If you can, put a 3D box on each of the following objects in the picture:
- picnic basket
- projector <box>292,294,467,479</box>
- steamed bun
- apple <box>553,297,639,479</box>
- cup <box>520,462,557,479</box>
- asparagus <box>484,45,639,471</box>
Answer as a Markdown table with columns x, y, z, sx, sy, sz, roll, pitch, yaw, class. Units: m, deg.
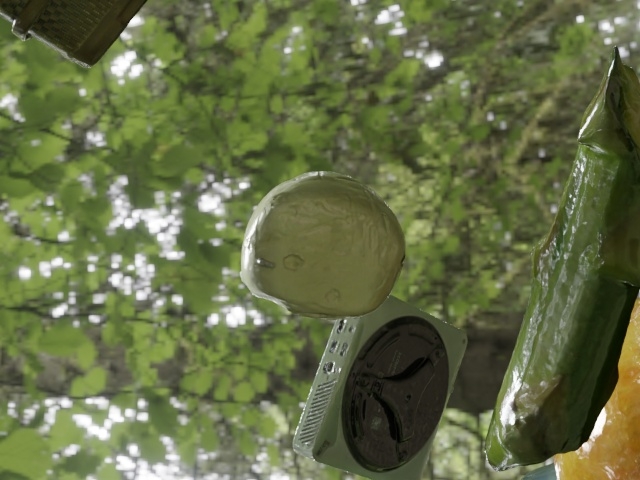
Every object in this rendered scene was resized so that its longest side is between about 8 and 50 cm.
| x | y | z | sx | sy | sz | roll | pitch | yaw | class |
| --- | --- | --- | --- | --- | --- | --- | --- | --- | --- |
| -0.276 | -0.309 | 1.228 | 0.165 | 0.266 | 0.139 | -49 | -39 | 10 | picnic basket |
| 0.099 | 0.220 | 1.837 | 0.259 | 0.079 | 0.257 | 27 | -101 | -45 | projector |
| 0.000 | 0.000 | 0.993 | 0.130 | 0.091 | 0.112 | 8 | -75 | -18 | steamed bun |
| 0.337 | 0.167 | 1.052 | 0.233 | 0.286 | 0.286 | 111 | -174 | -55 | apple |
| 0.447 | 0.386 | 1.594 | 0.331 | 0.311 | 0.256 | 41 | -139 | -33 | cup |
| 0.179 | 0.029 | 0.849 | 0.082 | 0.085 | 0.343 | -47 | -26 | -52 | asparagus |
